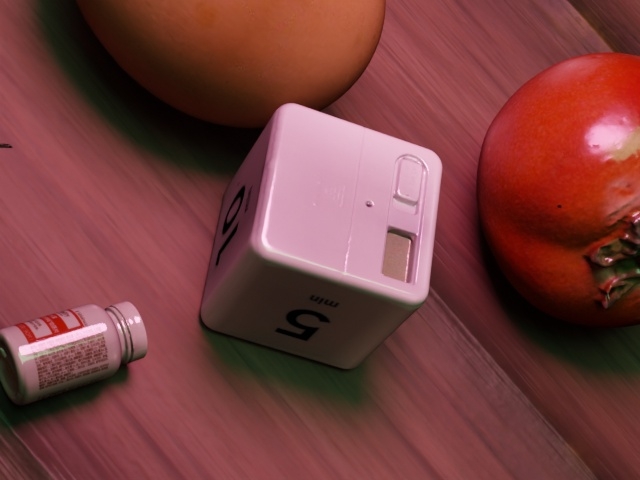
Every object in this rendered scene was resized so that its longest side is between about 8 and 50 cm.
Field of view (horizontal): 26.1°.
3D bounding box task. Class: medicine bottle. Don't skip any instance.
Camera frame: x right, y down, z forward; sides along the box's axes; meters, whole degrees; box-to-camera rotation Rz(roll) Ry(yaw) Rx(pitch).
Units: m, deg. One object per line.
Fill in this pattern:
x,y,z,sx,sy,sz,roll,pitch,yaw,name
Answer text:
-0.248,0.108,1.380,0.140,0.079,0.079,-16,71,-29,medicine bottle

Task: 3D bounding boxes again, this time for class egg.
-0.107,-0.289,1.522,0.374,0.301,0.301,38,55,9,egg

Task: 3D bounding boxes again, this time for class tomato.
0.335,-0.070,1.613,0.322,0.321,0.321,10,60,-18,tomato

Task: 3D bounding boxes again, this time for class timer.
0.000,0.000,1.477,0.194,0.195,0.192,18,58,-15,timer

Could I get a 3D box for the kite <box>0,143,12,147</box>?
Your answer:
-0.389,-0.097,1.410,0.153,0.137,0.005,-3,78,21,kite
